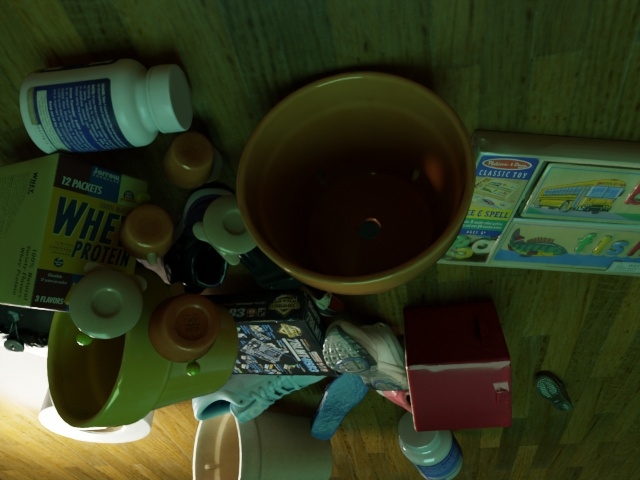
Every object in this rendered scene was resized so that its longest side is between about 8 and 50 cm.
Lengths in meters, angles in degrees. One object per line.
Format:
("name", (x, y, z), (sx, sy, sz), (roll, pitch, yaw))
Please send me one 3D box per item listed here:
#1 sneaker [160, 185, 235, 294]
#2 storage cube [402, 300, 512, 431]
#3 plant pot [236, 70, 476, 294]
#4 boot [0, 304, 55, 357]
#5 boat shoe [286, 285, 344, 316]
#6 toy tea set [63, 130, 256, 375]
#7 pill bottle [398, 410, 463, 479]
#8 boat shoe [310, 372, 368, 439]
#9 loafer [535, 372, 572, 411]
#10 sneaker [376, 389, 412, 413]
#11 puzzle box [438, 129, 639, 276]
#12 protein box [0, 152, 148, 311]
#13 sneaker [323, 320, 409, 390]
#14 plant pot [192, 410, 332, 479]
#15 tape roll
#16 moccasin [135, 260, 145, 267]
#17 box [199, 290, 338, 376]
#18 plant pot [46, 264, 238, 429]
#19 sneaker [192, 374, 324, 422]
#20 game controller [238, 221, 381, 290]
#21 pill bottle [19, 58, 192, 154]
("sneaker", (-0.213, 0.042, 0.977), (0.107, 0.124, 0.283), (4, 143, -21))
("storage cube", (0.276, 0.259, 1.166), (0.193, 0.183, 0.214), (-6, 121, 9))
("plant pot", (0.057, -0.048, 0.773), (0.291, 0.290, 0.203), (-7, 157, 10))
("boot", (-0.563, 0.203, 1.165), (0.446, 0.146, 0.367), (11, 144, -12))
("boat shoe", (-0.003, 0.111, 1.136), (0.137, 0.049, 0.043), (29, 132, -24))
("toy tea set", (-0.198, 0.015, 0.800), (0.200, 0.335, 0.124), (27, 158, -13))
("pill bottle", (0.313, 0.585, 1.639), (0.153, 0.152, 0.272), (-13, 139, 16))
("boat shoe", (0.039, 0.384, 1.434), (0.109, 0.089, 0.258), (31, 111, -13))
("loafer", (0.598, 0.385, 1.468), (0.056, 0.050, 0.148), (-27, 118, 26))
("sneaker", (0.266, 0.401, 1.390), (0.314, 0.136, 0.115), (28, 94, -29))
("puzzle box", (0.413, -0.048, 0.926), (0.410, 0.052, 0.272), (3, 141, -3))
("protein box", (-0.372, -0.001, 0.809), (0.201, 0.199, 0.136), (-1, 168, 40))
("sneaker", (0.098, 0.227, 1.208), (0.111, 0.129, 0.297), (-10, 147, 29))
("plant pot", (-0.150, 0.606, 1.574), (0.306, 0.333, 0.334), (12, 141, -30))
("tape roll", (-0.588, 0.444, 1.517), (0.287, 0.100, 0.286), (1, 142, 1))
("moccasin", (-0.471, 0.037, 0.978), (0.117, 0.137, 0.342), (-3, 150, 46))
("box", (-0.131, 0.204, 1.191), (0.294, 0.073, 0.295), (-5, 147, 15))
("plant pot", (-0.279, 0.172, 0.940), (0.254, 0.253, 0.239), (-30, 151, 33))
("sneaker", (-0.144, 0.366, 1.372), (0.366, 0.150, 0.135), (-16, 139, 20))
("game controller", (0.000, 0.000, 0.998), (0.319, 0.067, 0.166), (-19, 123, 22))
("pill bottle", (-0.268, -0.173, 0.730), (0.187, 0.111, 0.112), (-4, 141, 7))
